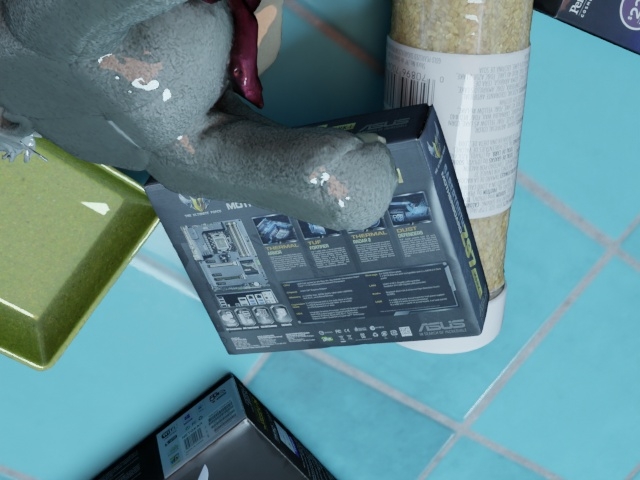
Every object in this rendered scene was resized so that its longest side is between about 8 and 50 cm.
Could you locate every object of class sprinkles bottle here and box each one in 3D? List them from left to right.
[{"bbox_3d":[0.110,-0.082,0.781,0.121,0.121,0.355,-6,116,-14],"label":"sprinkles bottle"}]

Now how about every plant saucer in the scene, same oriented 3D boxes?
[{"bbox_3d":[-0.253,-0.011,0.748,0.188,0.045,0.188,33,101,-27],"label":"plant saucer"}]

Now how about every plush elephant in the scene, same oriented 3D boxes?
[{"bbox_3d":[-0.091,-0.175,0.611,0.272,0.330,0.255,45,57,-39],"label":"plush elephant"}]

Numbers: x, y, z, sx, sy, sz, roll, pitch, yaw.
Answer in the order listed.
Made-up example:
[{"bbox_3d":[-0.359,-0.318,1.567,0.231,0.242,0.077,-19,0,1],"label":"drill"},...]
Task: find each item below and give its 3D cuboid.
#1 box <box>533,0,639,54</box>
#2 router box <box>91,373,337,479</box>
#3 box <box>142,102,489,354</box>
[{"bbox_3d":[0.298,-0.285,0.757,0.184,0.103,0.261,16,109,-20],"label":"box"},{"bbox_3d":[-0.129,0.315,0.920,0.309,0.081,0.243,-37,119,2],"label":"router box"},{"bbox_3d":[0.000,0.000,0.736,0.232,0.059,0.183,-8,124,23],"label":"box"}]
